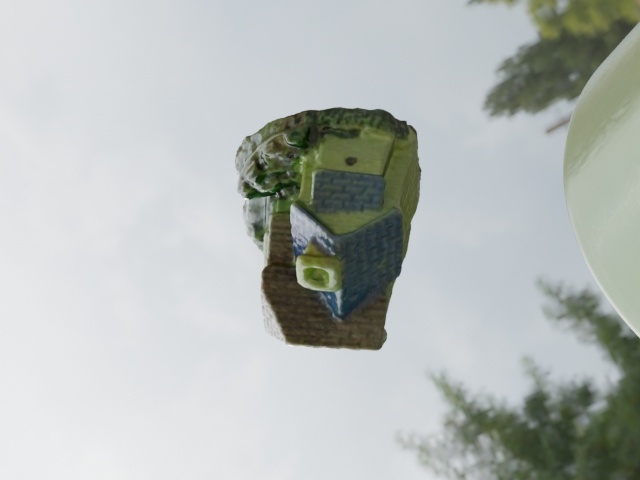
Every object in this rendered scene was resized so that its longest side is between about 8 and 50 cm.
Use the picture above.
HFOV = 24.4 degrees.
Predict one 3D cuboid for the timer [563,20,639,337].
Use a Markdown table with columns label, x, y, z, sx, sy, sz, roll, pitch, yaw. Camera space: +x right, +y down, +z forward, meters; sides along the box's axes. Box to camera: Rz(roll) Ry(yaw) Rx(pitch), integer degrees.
| label | x | y | z | sx | sy | sz | roll | pitch | yaw |
| --- | --- | --- | --- | --- | --- | --- | --- | --- | --- |
| timer | 0.304 | -0.093 | 0.762 | 0.315 | 0.290 | 0.291 | 105 | 152 | -58 |

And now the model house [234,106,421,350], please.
| label | x | y | z | sx | sy | sz | roll | pitch | yaw |
| --- | --- | --- | --- | --- | --- | --- | --- | --- | --- |
| model house | 0.000 | 0.000 | 1.483 | 0.214 | 0.195 | 0.189 | 94 | -178 | -48 |
